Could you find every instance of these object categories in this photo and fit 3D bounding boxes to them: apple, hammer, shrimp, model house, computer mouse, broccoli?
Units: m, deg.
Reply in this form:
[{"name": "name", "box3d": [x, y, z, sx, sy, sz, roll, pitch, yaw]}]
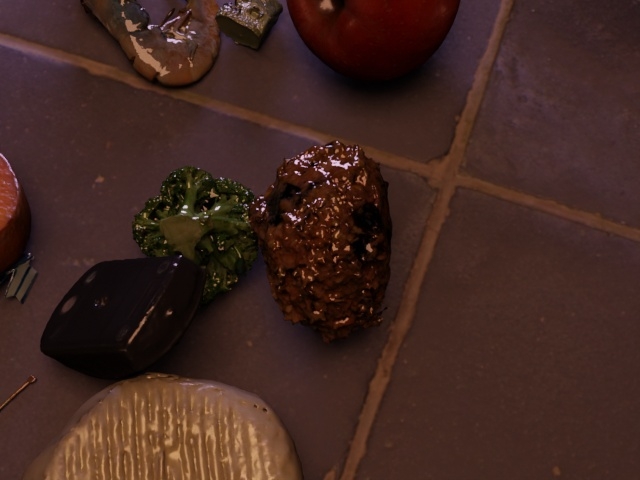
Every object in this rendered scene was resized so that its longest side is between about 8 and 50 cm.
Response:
[{"name": "apple", "box3d": [0.081, -0.371, 1.735, 0.216, 0.260, 0.260, -26, 68, -35]}, {"name": "hammer", "box3d": [-0.439, 0.230, 1.626, 0.029, 0.014, 0.123, 44, 72, 7]}, {"name": "shrimp", "box3d": [-0.261, -0.369, 1.838, 0.178, 0.075, 0.289, -34, 70, -21]}, {"name": "model house", "box3d": [-0.109, -0.350, 1.827, 0.078, 0.066, 0.083, 27, 69, 9]}, {"name": "computer mouse", "box3d": [-0.258, 0.110, 1.581, 0.100, 0.269, 0.170, 43, 61, -30]}, {"name": "broccoli", "box3d": [-0.173, -0.009, 1.650, 0.195, 0.156, 0.195, 3, 101, 14]}]

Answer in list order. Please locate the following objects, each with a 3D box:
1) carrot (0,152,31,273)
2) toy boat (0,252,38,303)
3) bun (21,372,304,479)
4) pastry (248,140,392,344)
[{"name": "carrot", "box3d": [-0.560, -0.052, 1.658, 0.307, 0.100, 0.258, 18, 48, 9]}, {"name": "toy boat", "box3d": [-0.563, 0.018, 1.689, 0.291, 0.070, 0.210, -13, 66, -14]}, {"name": "bun", "box3d": [-0.199, 0.342, 1.476, 0.359, 0.211, 0.360, 4, 66, -10]}, {"name": "pastry", "box3d": [0.000, 0.000, 1.590, 0.192, 0.275, 0.275, 1, 68, 4]}]
